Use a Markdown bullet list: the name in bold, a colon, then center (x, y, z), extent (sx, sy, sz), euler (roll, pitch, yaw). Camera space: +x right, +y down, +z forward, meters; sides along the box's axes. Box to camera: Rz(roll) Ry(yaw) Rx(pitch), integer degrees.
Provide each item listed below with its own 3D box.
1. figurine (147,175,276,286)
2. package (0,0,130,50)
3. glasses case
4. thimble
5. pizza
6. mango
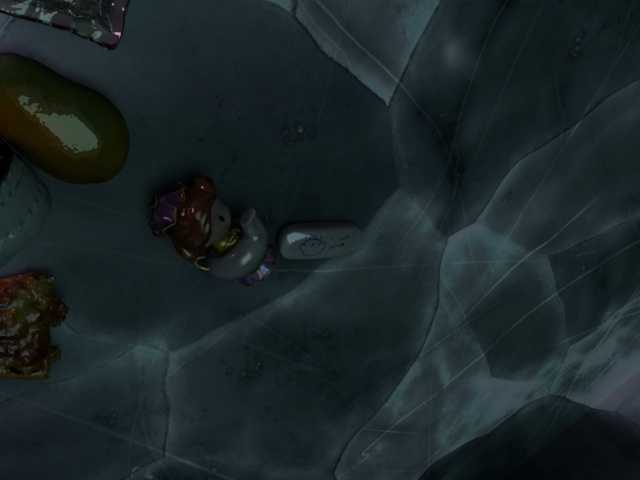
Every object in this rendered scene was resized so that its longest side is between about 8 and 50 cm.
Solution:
- **figurine**: center (-0.206, -0.017, 1.254), extent (0.189, 0.142, 0.263), euler (-34, 130, 20)
- **package**: center (-0.396, -0.402, 1.009), extent (0.231, 0.040, 0.166), euler (14, 105, -25)
- **glasses case**: center (0.000, 0.000, 1.430), extent (0.197, 0.049, 0.076), euler (-2, 117, -28)
- **thimble**: center (-0.544, -0.046, 0.997), extent (0.237, 0.237, 0.150), euler (-36, 130, -7)
- **pizza**: center (-0.559, 0.146, 1.181), extent (0.229, 0.081, 0.289), euler (-44, 126, -2)
- **mango**: center (-0.423, -0.189, 1.055), extent (0.156, 0.114, 0.251), euler (-47, 129, 10)
